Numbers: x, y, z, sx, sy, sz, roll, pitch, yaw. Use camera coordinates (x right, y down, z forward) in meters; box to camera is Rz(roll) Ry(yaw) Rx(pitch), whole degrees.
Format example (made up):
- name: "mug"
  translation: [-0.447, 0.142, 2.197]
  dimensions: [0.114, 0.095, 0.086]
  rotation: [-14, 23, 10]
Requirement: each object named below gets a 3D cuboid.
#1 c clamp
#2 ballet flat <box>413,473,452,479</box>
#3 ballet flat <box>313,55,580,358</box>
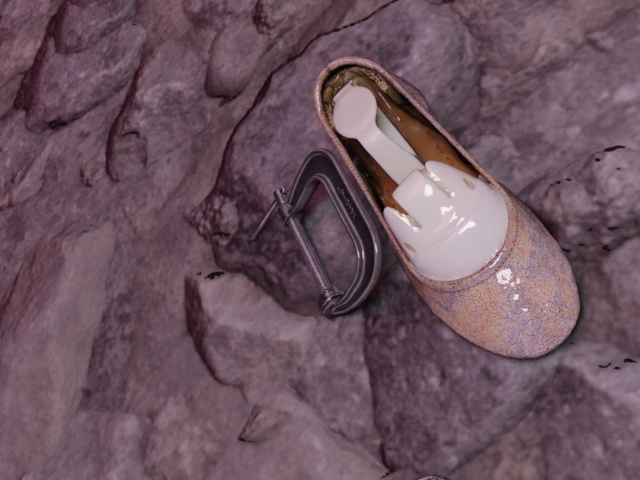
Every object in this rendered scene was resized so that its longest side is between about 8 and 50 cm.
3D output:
- name: "c clamp"
  translation: [0.000, 0.000, 0.862]
  dimensions: [0.161, 0.022, 0.137]
  rotation: [59, 135, 38]
- name: "ballet flat"
  translation: [0.100, 0.187, 0.688]
  dimensions: [0.114, 0.041, 0.041]
  rotation: [20, 79, 42]
- name: "ballet flat"
  translation: [0.075, -0.037, 0.789]
  dimensions: [0.107, 0.106, 0.316]
  rotation: [-44, 47, 9]
